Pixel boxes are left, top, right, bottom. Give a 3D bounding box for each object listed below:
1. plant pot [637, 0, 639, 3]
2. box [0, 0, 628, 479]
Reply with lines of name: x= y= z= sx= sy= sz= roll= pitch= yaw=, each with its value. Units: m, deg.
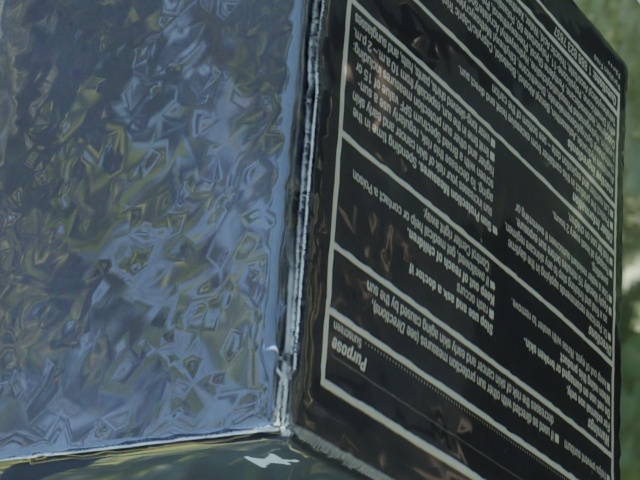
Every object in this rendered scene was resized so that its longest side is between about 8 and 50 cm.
plant pot: x=0.142 y=-0.196 z=0.403 sx=0.293 sy=0.196 sz=0.293 roll=-18 pitch=-90 yaw=-88
box: x=0.000 y=0.000 z=0.814 sx=0.296 sy=0.183 sz=0.294 roll=37 pitch=-131 yaw=-49
